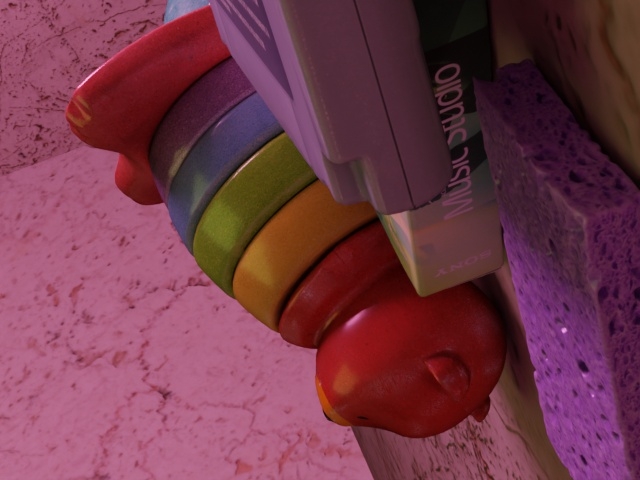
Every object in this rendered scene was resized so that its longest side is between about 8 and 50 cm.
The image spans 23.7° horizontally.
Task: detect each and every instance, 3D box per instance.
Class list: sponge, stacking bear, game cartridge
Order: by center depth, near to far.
[{"bbox_3d":[0.114,0.040,0.639,0.117,0.031,0.210,-118,9,-56],"label":"sponge"},{"bbox_3d":[-0.027,-0.147,0.643,0.297,0.062,0.198,-122,17,-64],"label":"game cartridge"},{"bbox_3d":[0.000,0.000,0.949,0.289,0.164,0.175,51,176,21],"label":"stacking bear"}]

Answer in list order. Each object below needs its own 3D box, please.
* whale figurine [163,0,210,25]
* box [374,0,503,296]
[{"bbox_3d":[-0.085,-0.180,1.290,0.216,0.141,0.272,78,170,-66],"label":"whale figurine"},{"bbox_3d":[0.017,-0.151,0.758,0.322,0.058,0.232,74,173,-53],"label":"box"}]
